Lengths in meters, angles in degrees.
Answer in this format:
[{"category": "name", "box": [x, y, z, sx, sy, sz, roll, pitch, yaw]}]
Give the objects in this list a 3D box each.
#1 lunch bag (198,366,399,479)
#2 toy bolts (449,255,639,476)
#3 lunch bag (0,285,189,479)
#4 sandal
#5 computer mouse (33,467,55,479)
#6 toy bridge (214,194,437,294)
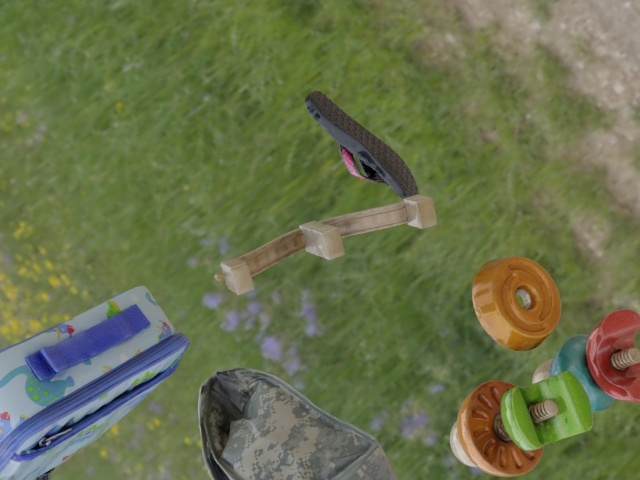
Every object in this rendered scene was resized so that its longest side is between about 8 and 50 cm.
[{"category": "lunch bag", "box": [-0.032, 0.309, 1.527, 0.287, 0.169, 0.235, 27, 154, 43]}, {"category": "toy bolts", "box": [0.230, 0.134, 1.280, 0.158, 0.228, 0.218, -37, 65, 54]}, {"category": "lunch bag", "box": [-0.223, 0.130, 0.992, 0.090, 0.219, 0.176, 50, 126, 8]}, {"category": "sandal", "box": [0.045, -0.104, 1.385, 0.179, 0.067, 0.040, 41, 116, -10]}, {"category": "computer mouse", "box": [-0.284, 0.157, 1.291, 0.060, 0.262, 0.184, 17, 129, -3]}, {"category": "toy bridge", "box": [0.000, 0.000, 0.978, 0.063, 0.188, 0.026, -159, 52, -69]}]
